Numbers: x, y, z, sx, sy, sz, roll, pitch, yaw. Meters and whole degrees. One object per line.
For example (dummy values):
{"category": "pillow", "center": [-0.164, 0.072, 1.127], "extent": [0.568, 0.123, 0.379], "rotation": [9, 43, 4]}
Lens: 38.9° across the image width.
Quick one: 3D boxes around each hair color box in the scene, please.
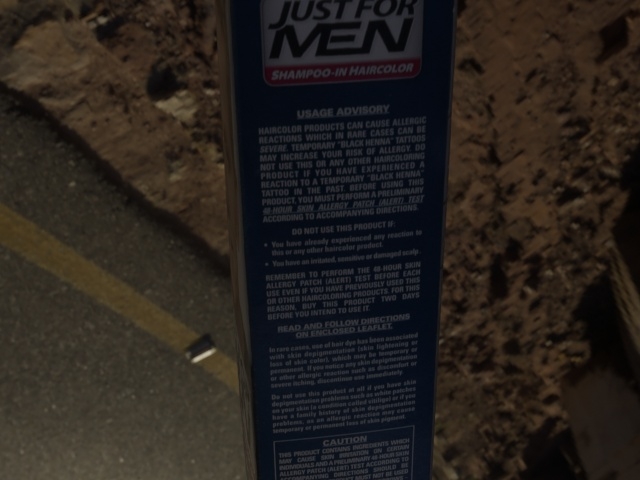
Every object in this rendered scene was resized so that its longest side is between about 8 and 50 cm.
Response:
{"category": "hair color box", "center": [0.000, 0.000, 0.524], "extent": [0.105, 0.174, 0.347], "rotation": [-4, 117, -8]}
